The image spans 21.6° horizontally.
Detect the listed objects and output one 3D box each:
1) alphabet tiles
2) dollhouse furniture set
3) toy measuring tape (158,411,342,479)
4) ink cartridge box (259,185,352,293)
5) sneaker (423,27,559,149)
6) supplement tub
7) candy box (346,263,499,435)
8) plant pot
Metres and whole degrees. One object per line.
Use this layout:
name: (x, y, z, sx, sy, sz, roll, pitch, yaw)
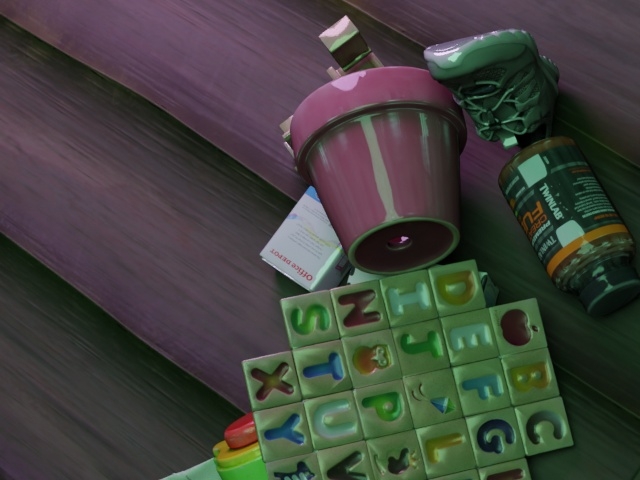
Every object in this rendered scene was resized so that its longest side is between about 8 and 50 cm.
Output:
alphabet tiles: (0.097, 0.179, 1.843, 0.342, 0.011, 0.285, -11, 80, -10)
dollhouse furniture set: (0.021, -0.146, 1.992, 0.161, 0.182, 0.101, -37, 63, 3)
toy measuring tape: (-0.111, 0.272, 1.898, 0.330, 0.121, 0.121, -25, 64, 21)
ink cartridge box: (0.000, 0.000, 2.019, 0.088, 0.052, 0.122, 34, 83, 27)
sneaker: (0.208, -0.163, 1.884, 0.105, 0.281, 0.115, -10, 78, 30)
supplement tub: (0.287, -0.014, 1.893, 0.106, 0.106, 0.198, -30, 64, 7)
candy box: (0.099, 0.122, 1.930, 0.165, 0.070, 0.196, 11, 76, 23)
plant pot: (0.078, -0.068, 1.897, 0.201, 0.201, 0.180, -19, 61, 13)
